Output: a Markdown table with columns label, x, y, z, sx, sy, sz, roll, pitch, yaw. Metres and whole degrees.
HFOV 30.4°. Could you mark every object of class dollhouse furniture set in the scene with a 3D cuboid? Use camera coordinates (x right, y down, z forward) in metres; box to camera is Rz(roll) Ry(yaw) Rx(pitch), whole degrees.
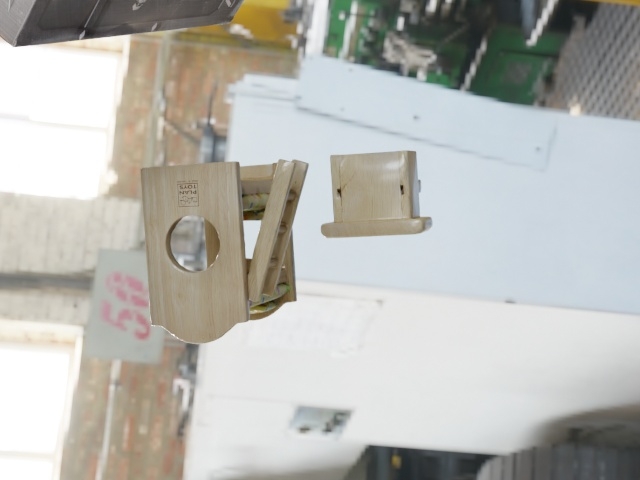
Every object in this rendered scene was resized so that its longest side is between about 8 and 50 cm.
| label | x | y | z | sx | sy | sz | roll | pitch | yaw |
| --- | --- | --- | --- | --- | --- | --- | --- | --- | --- |
| dollhouse furniture set | 0.000 | 0.000 | 0.733 | 0.182 | 0.161 | 0.101 | -14 | -79 | -75 |

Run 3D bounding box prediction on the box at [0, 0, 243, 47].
| label | x | y | z | sx | sy | sz | roll | pitch | yaw |
| --- | --- | --- | --- | --- | --- | --- | --- | --- | --- |
| box | -0.056 | -0.202 | 0.558 | 0.231 | 0.056 | 0.183 | -54 | -16 | 29 |
